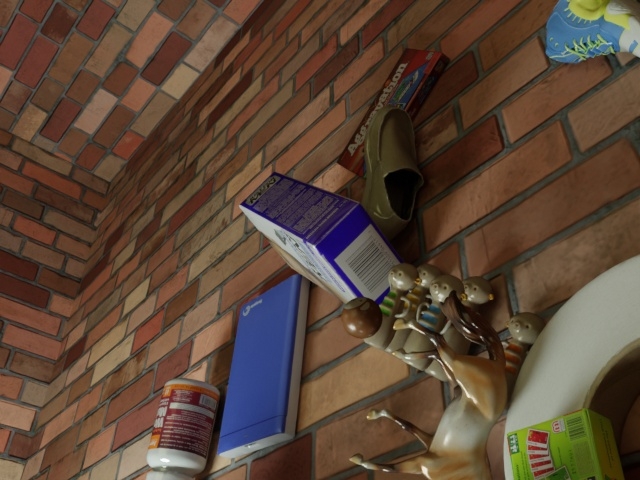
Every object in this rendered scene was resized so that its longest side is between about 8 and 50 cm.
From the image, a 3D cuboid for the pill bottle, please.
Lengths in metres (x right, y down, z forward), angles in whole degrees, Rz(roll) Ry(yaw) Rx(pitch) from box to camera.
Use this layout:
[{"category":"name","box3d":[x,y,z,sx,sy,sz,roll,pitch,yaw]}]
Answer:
[{"category":"pill bottle","box3d":[-0.283,0.404,1.319,0.121,0.121,0.221,-28,43,44]}]

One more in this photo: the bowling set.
[{"category":"bowling set","box3d":[0.141,0.090,0.859,0.287,0.199,0.154,17,78,56]}]

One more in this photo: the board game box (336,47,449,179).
[{"category":"board game box","box3d":[0.141,-0.257,1.314,0.281,0.027,0.145,-59,28,5]}]

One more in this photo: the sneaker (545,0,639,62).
[{"category":"sneaker","box3d":[0.393,-0.284,0.908,0.240,0.091,0.126,-99,28,-47]}]

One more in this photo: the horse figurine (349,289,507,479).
[{"category":"horse figurine","box3d":[0.147,0.194,0.748,0.174,0.066,0.263,19,91,20]}]

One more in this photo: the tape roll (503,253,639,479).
[{"category":"tape roll","box3d":[0.344,0.182,0.580,0.392,0.072,0.392,-37,37,35]}]

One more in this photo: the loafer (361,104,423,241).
[{"category":"loafer","box3d":[0.135,-0.123,1.146,0.092,0.101,0.269,-17,61,50]}]

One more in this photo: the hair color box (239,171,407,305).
[{"category":"hair color box","box3d":[0.000,0.000,1.135,0.110,0.185,0.339,-43,27,-9]}]

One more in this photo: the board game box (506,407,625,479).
[{"category":"board game box","box3d":[0.229,0.254,0.582,0.092,0.043,0.181,-36,38,39]}]

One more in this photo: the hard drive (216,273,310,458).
[{"category":"hard drive","box3d":[-0.109,0.243,1.266,0.210,0.040,0.319,-32,41,41]}]
